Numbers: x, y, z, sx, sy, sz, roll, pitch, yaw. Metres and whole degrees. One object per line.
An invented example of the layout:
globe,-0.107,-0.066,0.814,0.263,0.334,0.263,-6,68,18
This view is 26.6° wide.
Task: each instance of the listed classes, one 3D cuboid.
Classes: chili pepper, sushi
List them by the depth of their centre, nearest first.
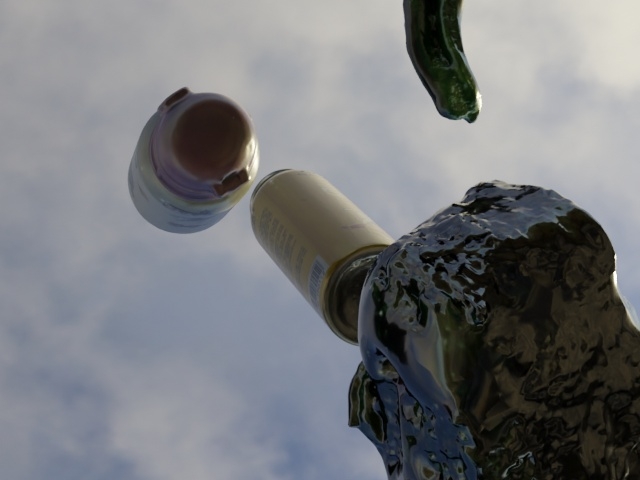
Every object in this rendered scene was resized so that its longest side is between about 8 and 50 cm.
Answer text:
sushi,0.095,0.089,0.676,0.127,0.124,0.225,-29,-64,-24
chili pepper,0.074,-0.148,0.814,0.182,0.050,0.073,-84,-5,-50

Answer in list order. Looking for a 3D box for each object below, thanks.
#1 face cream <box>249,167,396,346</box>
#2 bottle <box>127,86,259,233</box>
face cream,0.000,0.000,1.401,0.105,0.349,0.105,-5,-71,-16
bottle,-0.113,-0.071,1.209,0.110,0.233,0.110,1,-97,-11
